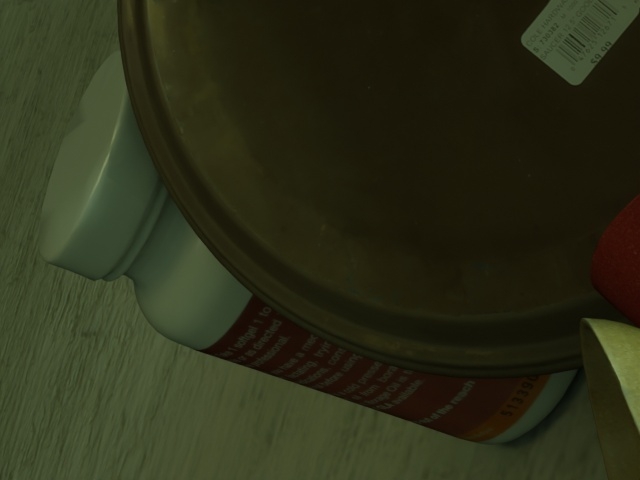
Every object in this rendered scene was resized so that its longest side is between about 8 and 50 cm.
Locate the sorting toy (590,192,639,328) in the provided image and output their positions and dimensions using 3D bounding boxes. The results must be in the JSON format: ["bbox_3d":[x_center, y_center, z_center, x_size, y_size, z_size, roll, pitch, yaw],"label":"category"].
[{"bbox_3d":[0.212,-0.026,0.475,0.365,0.127,0.126,-49,52,47],"label":"sorting toy"}]

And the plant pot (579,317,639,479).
[{"bbox_3d":[0.112,0.129,0.475,0.236,0.032,0.236,-16,-90,-86],"label":"plant pot"}]

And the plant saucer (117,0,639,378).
[{"bbox_3d":[0.055,-0.090,0.662,0.277,0.278,0.041,-69,-14,3],"label":"plant saucer"}]

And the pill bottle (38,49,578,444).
[{"bbox_3d":[0.000,0.000,0.792,0.121,0.216,0.121,-52,27,40],"label":"pill bottle"}]
